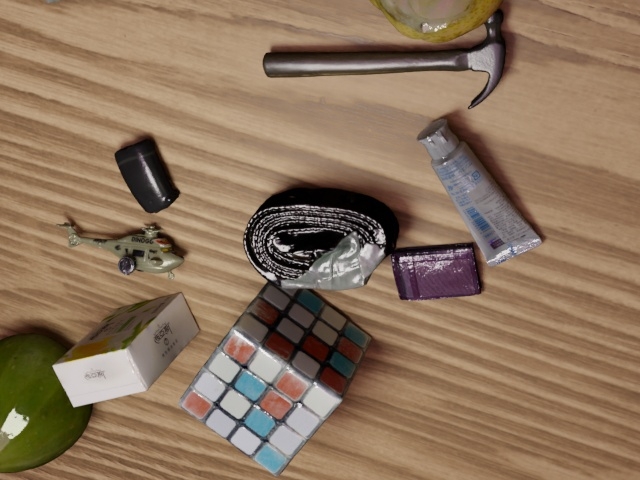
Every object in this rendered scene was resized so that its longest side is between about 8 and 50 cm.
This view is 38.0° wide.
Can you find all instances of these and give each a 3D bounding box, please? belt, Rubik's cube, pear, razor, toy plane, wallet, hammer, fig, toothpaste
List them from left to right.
[{"bbox_3d":[-0.672,0.380,2.090,0.316,0.316,0.316,7,116,15],"label":"fig"},{"bbox_3d":[-0.421,0.013,1.971,0.287,0.092,0.108,8,95,14],"label":"toy plane"},{"bbox_3d":[-0.355,-0.128,1.896,0.090,0.054,0.148,-17,107,28],"label":"razor"},{"bbox_3d":[-0.086,0.261,1.873,0.253,0.256,0.259,38,120,-1],"label":"Rubik's cube"},{"bbox_3d":[0.000,0.000,1.777,0.289,0.164,0.184,1,109,15],"label":"belt"},{"bbox_3d":[0.108,-0.321,1.660,0.440,0.044,0.168,3,113,18],"label":"hammer"},{"bbox_3d":[0.224,0.064,1.807,0.166,0.030,0.111,-6,111,20],"label":"wallet"},{"bbox_3d":[0.186,-0.449,1.475,0.271,0.271,0.271,7,116,15],"label":"pear"},{"bbox_3d":[0.283,-0.086,1.703,0.114,0.073,0.299,-28,110,26],"label":"toothpaste"}]

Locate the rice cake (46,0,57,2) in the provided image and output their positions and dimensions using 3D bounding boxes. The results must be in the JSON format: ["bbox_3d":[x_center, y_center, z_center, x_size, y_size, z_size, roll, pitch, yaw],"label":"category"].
[{"bbox_3d":[-0.463,-0.523,1.739,0.206,0.069,0.063,-36,100,27],"label":"rice cake"}]

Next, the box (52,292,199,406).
[{"bbox_3d":[-0.404,0.227,1.960,0.195,0.260,0.111,-16,109,23],"label":"box"}]
